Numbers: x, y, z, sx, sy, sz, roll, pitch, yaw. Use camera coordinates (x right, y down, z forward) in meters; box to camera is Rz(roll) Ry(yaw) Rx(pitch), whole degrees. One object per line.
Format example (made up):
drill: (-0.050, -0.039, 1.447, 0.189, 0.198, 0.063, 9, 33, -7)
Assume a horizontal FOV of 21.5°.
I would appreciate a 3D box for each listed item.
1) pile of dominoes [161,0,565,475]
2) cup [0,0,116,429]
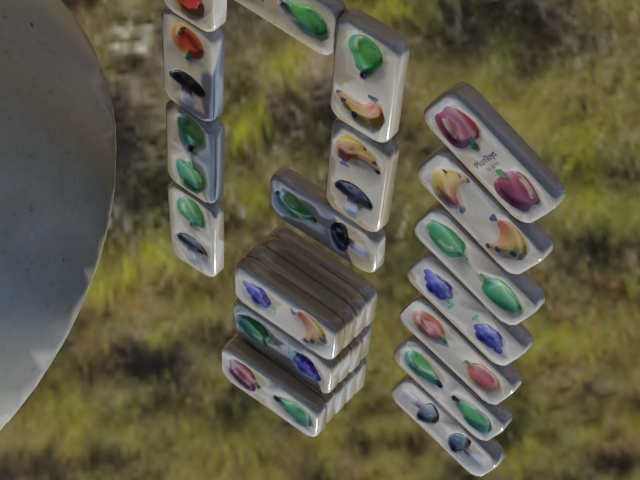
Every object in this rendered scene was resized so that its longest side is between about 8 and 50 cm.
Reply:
pile of dominoes: (0.000, 0.000, 0.707, 0.040, 0.196, 0.251, -45, 157, -29)
cup: (-0.292, -0.049, 0.740, 0.331, 0.331, 0.237, -21, 150, 15)
